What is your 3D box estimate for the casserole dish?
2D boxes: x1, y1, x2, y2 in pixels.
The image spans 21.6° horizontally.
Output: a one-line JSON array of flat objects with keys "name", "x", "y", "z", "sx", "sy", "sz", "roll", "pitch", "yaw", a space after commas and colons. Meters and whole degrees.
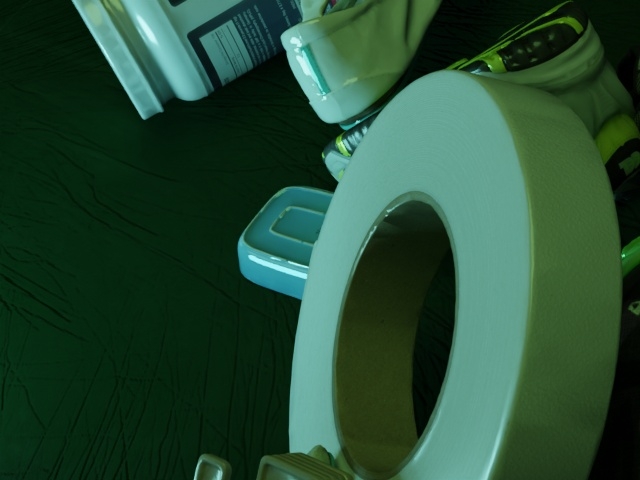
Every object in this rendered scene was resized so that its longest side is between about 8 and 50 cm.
[{"name": "casserole dish", "x": 0.000, "y": 0.000, "z": 1.538, "sx": 0.188, "sy": 0.037, "sz": 0.114, "roll": 17, "pitch": 58, "yaw": 39}]

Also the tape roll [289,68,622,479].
[{"name": "tape roll", "x": 0.080, "y": 0.072, "z": 1.193, "sx": 0.072, "sy": 0.392, "sz": 0.392, "roll": 10, "pitch": 35, "yaw": -22}]

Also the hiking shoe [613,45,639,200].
[{"name": "hiking shoe", "x": 0.308, "y": -0.121, "z": 1.431, "sx": 0.227, "sy": 0.114, "sz": 0.086, "roll": -28, "pitch": 41, "yaw": 0}]

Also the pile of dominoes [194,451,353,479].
[{"name": "pile of dominoes", "x": -0.027, "y": 0.280, "z": 1.174, "sx": 0.196, "sy": 0.040, "sz": 0.251, "roll": 18, "pitch": 99, "yaw": 40}]

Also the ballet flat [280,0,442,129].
[{"name": "ballet flat", "x": 0.068, "y": -0.267, "z": 1.647, "sx": 0.139, "sy": 0.139, "sz": 0.400, "roll": -2, "pitch": 36, "yaw": 27}]

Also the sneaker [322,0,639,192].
[{"name": "sneaker", "x": 0.124, "y": -0.071, "z": 1.408, "sx": 0.145, "sy": 0.147, "sz": 0.384, "roll": -36, "pitch": 7, "yaw": -22}]

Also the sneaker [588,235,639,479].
[{"name": "sneaker", "x": 0.316, "y": 0.073, "z": 1.176, "sx": 0.483, "sy": 0.185, "sz": 0.202, "roll": -46, "pitch": 46, "yaw": -15}]

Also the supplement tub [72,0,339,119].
[{"name": "supplement tub", "x": -0.111, "y": -0.266, "z": 1.756, "sx": 0.272, "sy": 0.191, "sz": 0.191, "roll": -31, "pitch": 40, "yaw": -4}]

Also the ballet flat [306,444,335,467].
[{"name": "ballet flat", "x": -0.030, "y": 0.229, "z": 1.229, "sx": 0.052, "sy": 0.168, "sz": 0.057, "roll": 8, "pitch": 12, "yaw": -17}]
